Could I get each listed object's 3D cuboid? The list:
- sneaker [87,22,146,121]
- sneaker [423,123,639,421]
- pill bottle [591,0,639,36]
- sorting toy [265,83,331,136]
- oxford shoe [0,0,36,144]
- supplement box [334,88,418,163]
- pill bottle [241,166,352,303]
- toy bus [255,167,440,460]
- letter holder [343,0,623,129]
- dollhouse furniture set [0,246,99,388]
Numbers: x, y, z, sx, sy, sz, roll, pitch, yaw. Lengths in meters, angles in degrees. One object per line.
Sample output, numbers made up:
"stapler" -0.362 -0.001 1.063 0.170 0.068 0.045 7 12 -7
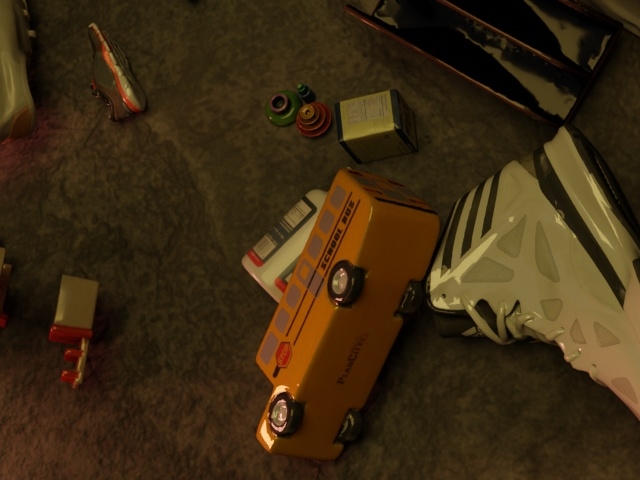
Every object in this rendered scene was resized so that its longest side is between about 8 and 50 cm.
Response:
"sneaker" -0.301 -0.233 2.026 0.065 0.061 0.158 -33 64 14
"sneaker" 0.278 0.106 1.670 0.257 0.169 0.447 -31 57 17
"pill bottle" 0.474 -0.420 1.731 0.204 0.204 0.361 38 88 26
"sorting toy" -0.031 -0.177 1.918 0.102 0.042 0.061 23 81 25
"oxford shoe" -0.477 -0.314 2.086 0.130 0.169 0.449 2 57 -23
"supplement box" 0.071 -0.144 1.847 0.083 0.083 0.056 -12 69 17
"pill bottle" 0.000 0.000 1.811 0.180 0.108 0.108 -45 64 1
"toy bus" 0.020 0.093 1.722 0.130 0.108 0.332 44 116 50
"letter holder" 0.178 -0.275 1.749 0.302 0.214 0.152 33 102 20
"dollhouse furniture set" -0.421 0.098 1.862 0.259 0.262 0.135 12 77 -10
